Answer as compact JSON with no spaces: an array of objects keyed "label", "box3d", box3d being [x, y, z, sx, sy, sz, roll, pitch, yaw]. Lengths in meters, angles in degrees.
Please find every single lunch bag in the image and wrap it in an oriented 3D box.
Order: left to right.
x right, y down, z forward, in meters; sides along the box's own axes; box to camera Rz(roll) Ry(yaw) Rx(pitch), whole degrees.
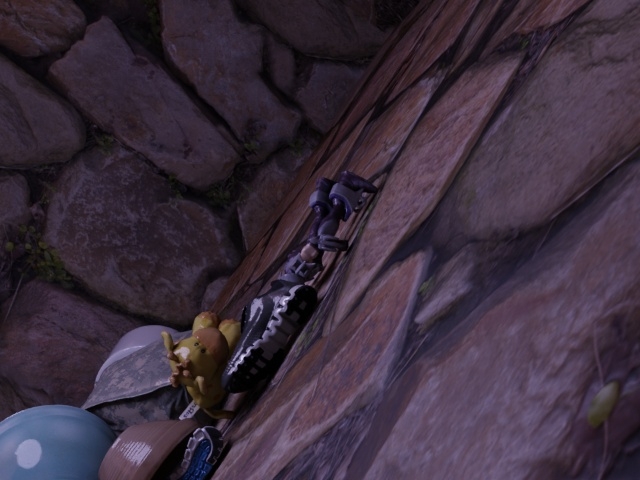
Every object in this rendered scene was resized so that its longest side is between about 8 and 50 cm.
[{"label":"lunch bag","box3d":[-0.356,0.324,2.060,0.287,0.169,0.235,-15,20,14]}]

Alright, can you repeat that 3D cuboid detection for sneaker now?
[{"label":"sneaker","box3d":[-0.222,0.401,1.709,0.190,0.071,0.083,-53,-6,-2]},{"label":"sneaker","box3d":[-0.107,0.163,1.771,0.106,0.078,0.234,27,77,45]}]

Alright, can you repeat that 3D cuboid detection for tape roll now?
[{"label":"tape roll","box3d":[-0.414,0.346,2.438,0.246,0.246,0.169,-55,8,10]}]

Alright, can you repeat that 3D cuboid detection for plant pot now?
[{"label":"plant pot","box3d":[-0.488,0.477,1.823,0.293,0.293,0.196,-55,28,5]},{"label":"plant pot","box3d":[-0.313,0.402,1.767,0.237,0.110,0.237,-54,-16,-24]}]

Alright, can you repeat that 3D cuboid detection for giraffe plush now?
[{"label":"giraffe plush","box3d":[-0.214,0.216,1.801,0.170,0.181,0.210,70,-139,-65]}]

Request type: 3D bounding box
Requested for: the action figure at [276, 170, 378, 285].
[{"label":"action figure","box3d":[0.000,0.000,1.889,0.185,0.099,0.285,-30,30,58]}]
